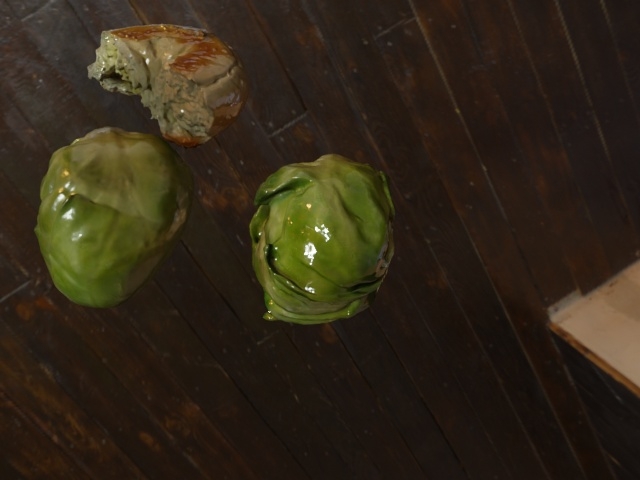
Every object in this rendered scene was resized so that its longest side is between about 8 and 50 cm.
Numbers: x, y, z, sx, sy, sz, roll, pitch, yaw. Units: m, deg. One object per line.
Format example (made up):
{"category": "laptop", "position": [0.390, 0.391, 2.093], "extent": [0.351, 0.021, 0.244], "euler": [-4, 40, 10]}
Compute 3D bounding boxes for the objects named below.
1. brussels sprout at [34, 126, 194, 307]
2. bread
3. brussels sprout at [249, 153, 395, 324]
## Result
{"category": "brussels sprout", "position": [-0.347, -0.047, 1.034], "extent": [0.247, 0.328, 0.328], "euler": [28, 100, -23]}
{"category": "bread", "position": [-0.250, -0.294, 1.115], "extent": [0.192, 0.314, 0.171], "euler": [-44, 150, -39]}
{"category": "brussels sprout", "position": [0.002, -0.001, 0.937], "extent": [0.227, 0.294, 0.259], "euler": [18, 136, -2]}
